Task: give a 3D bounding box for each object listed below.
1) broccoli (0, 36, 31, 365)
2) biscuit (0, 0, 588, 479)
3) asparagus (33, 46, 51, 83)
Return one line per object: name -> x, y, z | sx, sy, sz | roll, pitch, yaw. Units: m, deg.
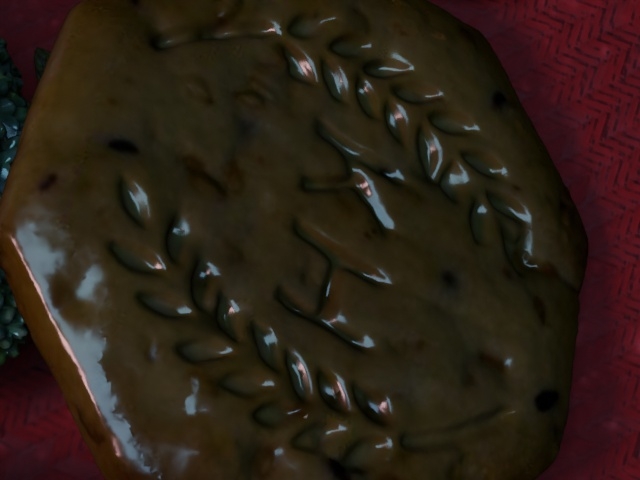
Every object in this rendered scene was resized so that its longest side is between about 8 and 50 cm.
broccoli -> -0.314, -0.050, 0.866 | 0.375, 0.249, 0.302 | 44, 80, 3
biscuit -> 0.000, -0.001, 0.872 | 0.359, 0.046, 0.359 | 11, 66, -27
asparagus -> -0.088, -0.033, 0.969 | 0.236, 0.027, 0.034 | 39, 86, 7
